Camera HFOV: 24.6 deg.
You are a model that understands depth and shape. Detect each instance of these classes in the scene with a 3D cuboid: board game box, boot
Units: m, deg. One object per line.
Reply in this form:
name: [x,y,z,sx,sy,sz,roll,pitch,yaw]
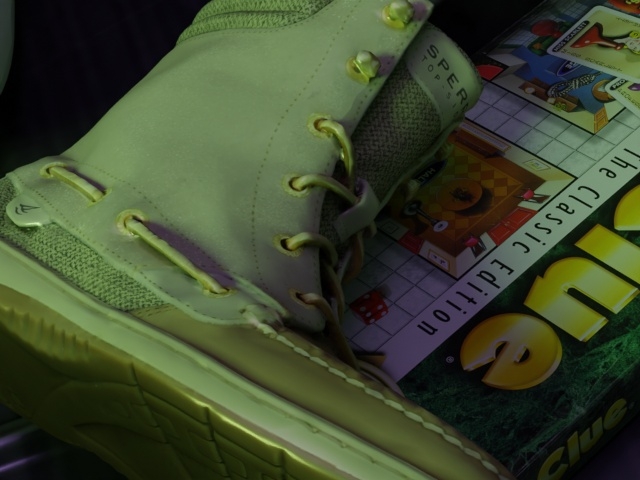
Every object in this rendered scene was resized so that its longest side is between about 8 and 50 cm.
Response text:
board game box: [0.058,0.004,0.462,0.260,0.030,0.136,-39,51,-22]
boot: [0.000,0.000,0.409,0.213,0.077,0.165,24,55,36]

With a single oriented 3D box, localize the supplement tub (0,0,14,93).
supplement tub: [-0.298,-0.118,0.529,0.325,0.235,0.235,-12,45,4]
